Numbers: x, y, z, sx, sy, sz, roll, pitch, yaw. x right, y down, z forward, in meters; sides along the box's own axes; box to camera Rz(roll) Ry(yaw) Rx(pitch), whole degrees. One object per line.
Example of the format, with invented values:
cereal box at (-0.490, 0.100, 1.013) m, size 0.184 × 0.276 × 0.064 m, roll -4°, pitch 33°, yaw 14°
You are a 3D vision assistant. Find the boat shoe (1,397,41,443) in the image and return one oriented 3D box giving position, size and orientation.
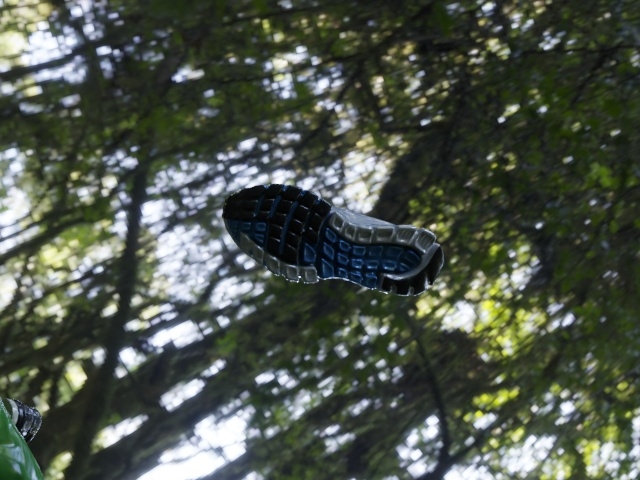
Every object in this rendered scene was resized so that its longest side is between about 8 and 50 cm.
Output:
boat shoe at (-0.313, 0.197, 1.121) m, size 0.133 × 0.042 × 0.049 m, roll -41°, pitch -127°, yaw 15°

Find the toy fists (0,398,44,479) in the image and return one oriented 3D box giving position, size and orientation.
toy fists at (-0.333, 0.209, 0.978) m, size 0.279 × 0.096 × 0.142 m, roll -9°, pitch -65°, yaw 30°

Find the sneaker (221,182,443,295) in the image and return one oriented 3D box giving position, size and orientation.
sneaker at (0.000, 0.000, 0.974) m, size 0.083 × 0.191 × 0.071 m, roll 20°, pitch -88°, yaw 62°
